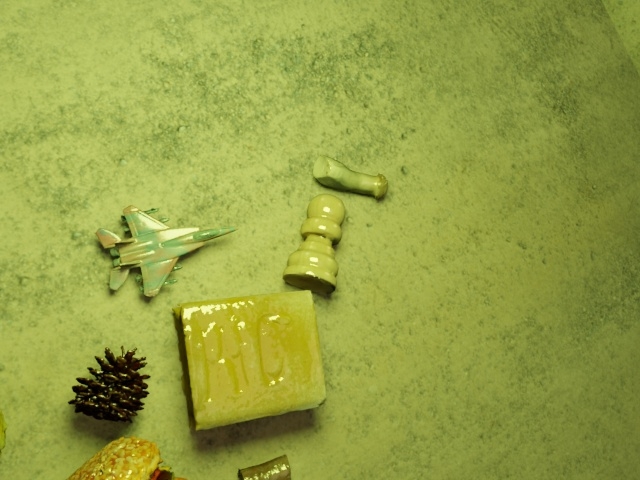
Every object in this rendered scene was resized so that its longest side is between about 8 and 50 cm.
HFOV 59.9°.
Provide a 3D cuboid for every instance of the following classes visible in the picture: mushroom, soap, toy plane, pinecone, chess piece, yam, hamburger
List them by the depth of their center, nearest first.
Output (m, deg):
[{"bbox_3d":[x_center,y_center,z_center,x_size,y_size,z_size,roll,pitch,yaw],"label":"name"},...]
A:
[{"bbox_3d":[-0.419,0.564,1.106,0.250,0.330,0.330,42,69,-7],"label":"hamburger"},{"bbox_3d":[-0.454,0.313,1.232,0.163,0.163,0.165,25,54,-14],"label":"pinecone"},{"bbox_3d":[-0.132,0.574,1.340,0.127,0.084,0.084,-11,84,-19],"label":"yam"},{"bbox_3d":[-0.172,0.281,1.342,0.335,0.156,0.294,-3,77,-22],"label":"soap"},{"bbox_3d":[-0.359,0.009,1.349,0.326,0.104,0.223,-14,86,-26],"label":"toy plane"},{"bbox_3d":[0.000,0.000,1.474,0.142,0.143,0.261,22,67,-15],"label":"chess piece"},{"bbox_3d":[0.088,-0.171,1.555,0.223,0.092,0.081,18,58,-24],"label":"mushroom"}]

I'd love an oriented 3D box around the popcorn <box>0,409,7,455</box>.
[{"bbox_3d":[-0.745,0.375,1.053,0.282,0.282,0.247,13,64,-18],"label":"popcorn"}]
